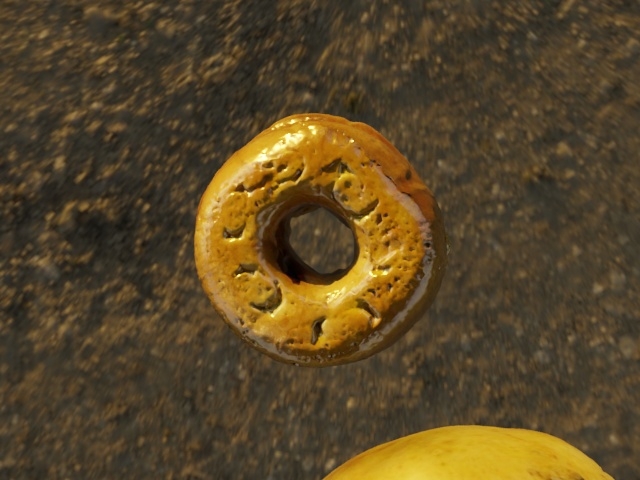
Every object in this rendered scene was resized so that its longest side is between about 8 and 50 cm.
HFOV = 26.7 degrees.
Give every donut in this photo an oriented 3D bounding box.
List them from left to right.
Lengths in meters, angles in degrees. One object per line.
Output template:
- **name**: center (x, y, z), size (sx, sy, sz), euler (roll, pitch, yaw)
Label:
- **donut**: center (-0.001, 0.002, 1.168), size (0.227, 0.114, 0.226), euler (0, 92, 4)

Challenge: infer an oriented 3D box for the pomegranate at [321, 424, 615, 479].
- **pomegranate**: center (0.079, 0.227, 0.716), size (0.260, 0.260, 0.260), euler (1, 105, 3)
